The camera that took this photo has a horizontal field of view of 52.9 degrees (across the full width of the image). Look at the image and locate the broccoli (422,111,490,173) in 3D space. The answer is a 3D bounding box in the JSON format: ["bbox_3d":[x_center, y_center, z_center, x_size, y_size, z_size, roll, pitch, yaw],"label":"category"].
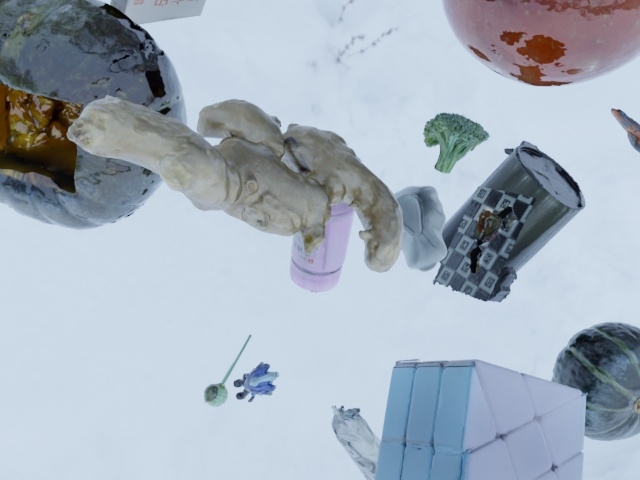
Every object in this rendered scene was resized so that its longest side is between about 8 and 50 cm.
[{"bbox_3d":[0.411,-0.304,2.029,0.219,0.194,0.194,26,66,35],"label":"broccoli"}]

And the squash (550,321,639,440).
[{"bbox_3d":[0.602,0.289,1.320,0.252,0.252,0.165,-23,27,-12],"label":"squash"}]

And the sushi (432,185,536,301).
[{"bbox_3d":[0.288,0.010,1.118,0.031,0.139,0.201,27,89,-34],"label":"sushi"}]

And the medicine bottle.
[{"bbox_3d":[0.000,0.000,2.008,0.178,0.291,0.178,7,37,-5],"label":"medicine bottle"}]

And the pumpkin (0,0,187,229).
[{"bbox_3d":[-0.329,-0.162,0.840,0.320,0.320,0.192,14,31,3],"label":"pumpkin"}]

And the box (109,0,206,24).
[{"bbox_3d":[-0.239,-0.547,1.117,0.051,0.365,0.204,45,42,12],"label":"box"}]

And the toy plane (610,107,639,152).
[{"bbox_3d":[0.333,-0.082,0.595,0.062,0.135,0.188,-25,42,16],"label":"toy plane"}]

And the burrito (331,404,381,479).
[{"bbox_3d":[0.139,0.590,1.764,0.101,0.139,0.445,-38,112,-11],"label":"burrito"}]

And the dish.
[{"bbox_3d":[0.126,-0.024,0.875,0.091,0.039,0.137,-22,56,12],"label":"dish"}]

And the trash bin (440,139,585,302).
[{"bbox_3d":[0.425,-0.042,1.464,0.203,0.301,0.252,10,42,-37],"label":"trash bin"}]

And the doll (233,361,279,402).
[{"bbox_3d":[-0.174,0.396,1.799,0.070,0.195,0.096,-3,70,-44],"label":"doll"}]

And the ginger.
[{"bbox_3d":[-0.055,-0.059,0.483,0.258,0.065,0.149,15,35,-29],"label":"ginger"}]

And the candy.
[{"bbox_3d":[-0.229,0.327,1.627,0.061,0.061,0.202,28,82,8],"label":"candy"}]

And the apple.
[{"bbox_3d":[0.333,-0.382,0.872,0.348,0.277,0.349,-12,62,24],"label":"apple"}]

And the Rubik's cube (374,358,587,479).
[{"bbox_3d":[0.240,0.315,0.981,0.221,0.224,0.231,20,69,-22],"label":"Rubik's cube"}]
